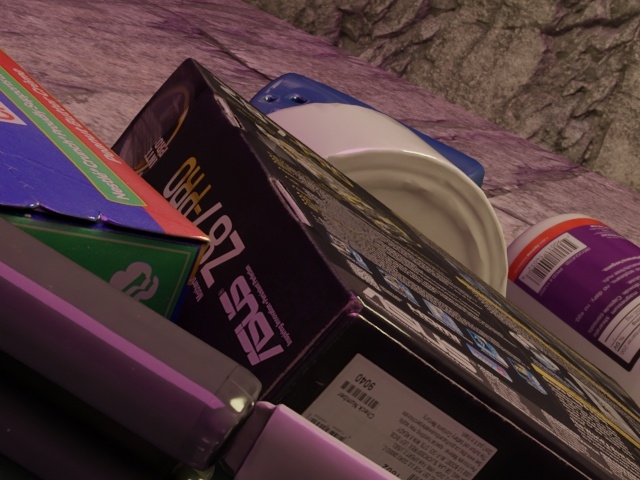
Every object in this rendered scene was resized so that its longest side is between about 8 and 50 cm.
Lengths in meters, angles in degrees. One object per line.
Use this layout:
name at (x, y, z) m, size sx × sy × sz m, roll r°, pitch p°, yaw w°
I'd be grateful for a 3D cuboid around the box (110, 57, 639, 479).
box at (0.081, 0.089, 0.713) m, size 0.395 × 0.097 × 0.318 m, roll 36°, pitch 12°, yaw -29°

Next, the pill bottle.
pill bottle at (0.331, 0.113, 1.415) m, size 0.181 × 0.181 × 0.323 m, roll 8°, pitch 22°, yaw -38°

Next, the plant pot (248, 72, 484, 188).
plant pot at (-0.013, 0.002, 1.267) m, size 0.236 × 0.236 × 0.212 m, roll 27°, pitch 25°, yaw 19°

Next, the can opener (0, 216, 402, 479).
can opener at (-0.057, 0.070, 0.442) m, size 0.280 × 0.074 × 0.093 m, roll 34°, pitch 24°, yaw 7°

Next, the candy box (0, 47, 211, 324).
candy box at (-0.214, 0.070, 0.650) m, size 0.122 × 0.317 × 0.268 m, roll 7°, pitch 22°, yaw -39°

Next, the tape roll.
tape roll at (0.004, 0.040, 1.071) m, size 0.286 × 0.286 × 0.100 m, roll 11°, pitch 20°, yaw -31°

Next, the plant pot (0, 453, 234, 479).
plant pot at (-0.091, 0.237, 0.447) m, size 0.248 × 0.247 × 0.252 m, roll 1°, pitch 32°, yaw -50°
